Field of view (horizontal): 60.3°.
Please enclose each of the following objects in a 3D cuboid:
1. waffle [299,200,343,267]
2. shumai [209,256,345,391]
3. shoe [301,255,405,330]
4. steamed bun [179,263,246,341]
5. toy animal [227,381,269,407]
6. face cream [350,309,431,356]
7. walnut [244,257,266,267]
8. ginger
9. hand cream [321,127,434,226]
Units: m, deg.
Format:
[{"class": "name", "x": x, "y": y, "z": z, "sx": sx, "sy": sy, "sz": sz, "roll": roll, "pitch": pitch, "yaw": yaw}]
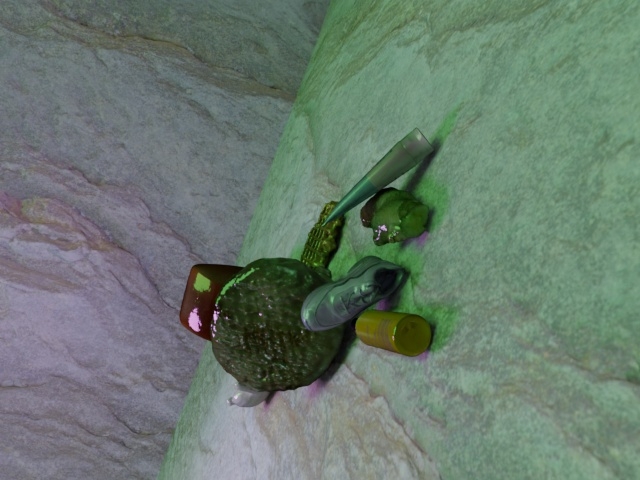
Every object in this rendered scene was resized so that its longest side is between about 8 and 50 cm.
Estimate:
[{"class": "waffle", "x": -0.001, "y": 0.000, "z": 1.781, "sx": 0.253, "sy": 0.056, "sz": 0.249, "roll": 134, "pitch": 152, "yaw": -56}, {"class": "shumai", "x": -0.088, "y": 0.179, "z": 1.462, "sx": 0.323, "sy": 0.324, "sz": 0.397, "roll": -61, "pitch": -5, "yaw": -63}, {"class": "shoe", "x": 0.074, "y": 0.118, "z": 1.195, "sx": 0.245, "sy": 0.095, "sz": 0.138, "roll": -35, "pitch": 10, "yaw": -21}, {"class": "steamed bun", "x": -0.233, "y": 0.208, "z": 1.721, "sx": 0.248, "sy": 0.379, "sz": 0.235, "roll": 34, "pitch": 108, "yaw": 62}, {"class": "toy animal", "x": -0.192, "y": 0.423, "z": 1.742, "sx": 0.282, "sy": 0.138, "sz": 0.140, "roll": -54, "pitch": 18, "yaw": 40}, {"class": "face cream", "x": 0.124, "y": 0.180, "z": 1.116, "sx": 0.273, "sy": 0.078, "sz": 0.078, "roll": 166, "pitch": 123, "yaw": -71}, {"class": "walnut", "x": -0.210, "y": 0.159, "z": 2.023, "sx": 0.298, "sy": 0.203, "sz": 0.203, "roll": -107, "pitch": 40, "yaw": -72}, {"class": "ginger", "x": 0.159, "y": -0.058, "z": 1.272, "sx": 0.290, "sy": 0.089, "sz": 0.137, "roll": -117, "pitch": 48, "yaw": -68}, {"class": "hand cream", "x": 0.124, "y": -0.144, "z": 1.312, "sx": 0.312, "sy": 0.070, "sz": 0.111, "roll": -37, "pitch": 8, "yaw": 15}]
